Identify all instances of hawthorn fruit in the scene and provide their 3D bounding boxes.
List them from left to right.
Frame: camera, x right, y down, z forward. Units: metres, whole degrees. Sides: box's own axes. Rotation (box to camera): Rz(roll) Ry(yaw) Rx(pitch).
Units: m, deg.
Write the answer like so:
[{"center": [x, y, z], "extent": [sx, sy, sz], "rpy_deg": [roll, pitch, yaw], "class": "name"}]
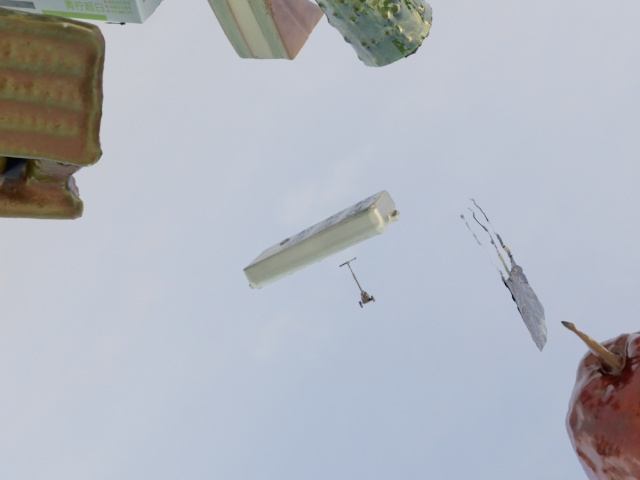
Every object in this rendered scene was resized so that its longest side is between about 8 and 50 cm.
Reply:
[{"center": [0.324, 0.160, 0.865], "extent": [0.207, 0.243, 0.207], "rpy_deg": [-43, -173, 7], "class": "hawthorn fruit"}]

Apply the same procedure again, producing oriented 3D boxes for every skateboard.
[{"center": [0.062, 0.067, 1.512], "extent": [0.032, 0.083, 0.064], "rpy_deg": [-26, -167, 2], "class": "skateboard"}]

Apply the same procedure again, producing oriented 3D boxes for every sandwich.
[{"center": [-0.091, -0.394, 1.417], "extent": [0.117, 0.187, 0.144], "rpy_deg": [6, -123, 26], "class": "sandwich"}]

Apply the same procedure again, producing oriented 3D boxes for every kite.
[{"center": [0.320, 0.052, 1.510], "extent": [0.015, 0.285, 0.152], "rpy_deg": [-28, -165, 25], "class": "kite"}]

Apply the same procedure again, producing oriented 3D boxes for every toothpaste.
[{"center": [-0.372, -0.341, 1.157], "extent": [0.336, 0.081, 0.067], "rpy_deg": [9, -134, 19], "class": "toothpaste"}]

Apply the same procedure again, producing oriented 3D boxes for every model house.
[{"center": [-0.332, -0.142, 0.834], "extent": [0.239, 0.268, 0.173], "rpy_deg": [-34, -121, 53], "class": "model house"}]

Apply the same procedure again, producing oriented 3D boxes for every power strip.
[{"center": [0.000, 0.000, 0.996], "extent": [0.192, 0.035, 0.081], "rpy_deg": [-25, -170, 23], "class": "power strip"}]

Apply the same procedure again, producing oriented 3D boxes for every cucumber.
[{"center": [0.044, -0.360, 1.251], "extent": [0.134, 0.244, 0.134], "rpy_deg": [-28, -136, 31], "class": "cucumber"}]
